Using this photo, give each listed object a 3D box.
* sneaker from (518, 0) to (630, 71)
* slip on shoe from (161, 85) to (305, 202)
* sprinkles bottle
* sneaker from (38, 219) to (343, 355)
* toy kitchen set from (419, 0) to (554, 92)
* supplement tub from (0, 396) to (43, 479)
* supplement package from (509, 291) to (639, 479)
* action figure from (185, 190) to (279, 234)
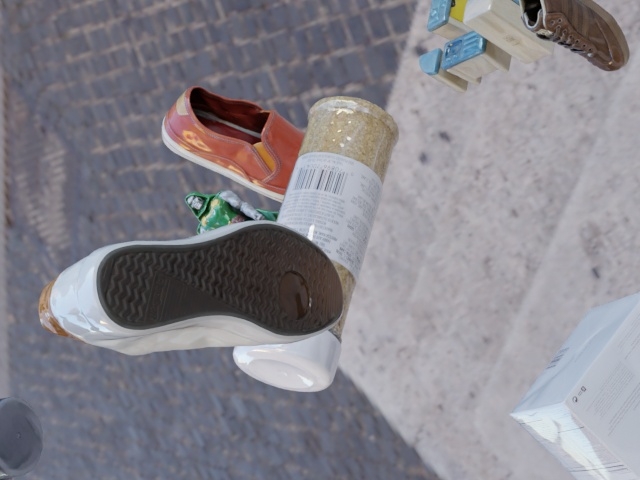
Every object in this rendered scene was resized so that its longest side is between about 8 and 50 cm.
[{"bbox_3d":[0.243,-0.230,1.373,0.188,0.071,0.066,44,164,-23],"label":"sneaker"},{"bbox_3d":[-0.074,-0.140,1.995,0.331,0.123,0.101,21,138,-5],"label":"slip on shoe"},{"bbox_3d":[0.000,0.000,1.599,0.121,0.355,0.121,13,154,7],"label":"sprinkles bottle"},{"bbox_3d":[-0.109,0.042,1.135,0.123,0.290,0.106,-17,75,43],"label":"sneaker"},{"bbox_3d":[0.214,-0.320,1.823,0.122,0.166,0.207,27,152,-30],"label":"toy kitchen set"},{"bbox_3d":[-0.348,0.190,1.206,0.198,0.106,0.106,-14,102,28],"label":"supplement tub"},{"bbox_3d":[0.389,0.209,1.654,0.203,0.194,0.149,44,158,-4],"label":"supplement package"},{"bbox_3d":[-0.091,0.000,1.770,0.232,0.063,0.137,33,96,23],"label":"action figure"}]
